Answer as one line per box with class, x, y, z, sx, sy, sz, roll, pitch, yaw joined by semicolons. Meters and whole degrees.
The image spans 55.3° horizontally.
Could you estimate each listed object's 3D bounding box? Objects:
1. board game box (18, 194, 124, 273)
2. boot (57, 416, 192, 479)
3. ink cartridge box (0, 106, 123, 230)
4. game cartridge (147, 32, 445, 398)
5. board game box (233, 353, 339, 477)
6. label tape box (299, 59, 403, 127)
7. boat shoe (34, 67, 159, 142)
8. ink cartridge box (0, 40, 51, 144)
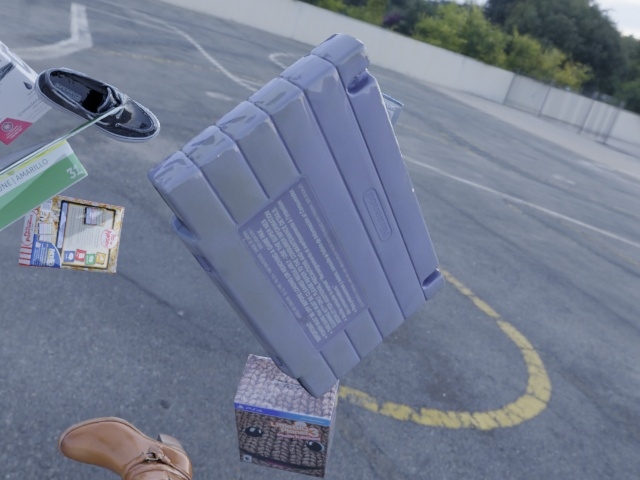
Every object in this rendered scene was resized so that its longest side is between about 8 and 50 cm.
board game box;-0.504;-0.012;1.250;0.045;0.147;0.193;4;-5;37
boot;-0.279;0.325;0.887;0.197;0.073;0.152;13;5;-23
ink cartridge box;-0.294;-0.044;0.574;0.235;0.056;0.171;-5;31;39
game cartridge;0.000;0.000;0.639;0.230;0.355;0.068;-36;43;-10
board game box;-0.081;0.446;1.538;0.231;0.291;0.141;8;43;7
label tape box;-0.010;-0.154;1.207;0.115;0.348;0.249;10;19;-35
boat shoe;-0.507;-0.320;1.438;0.301;0.108;0.102;25;-18;-37
ink cartridge box;-0.793;-0.377;1.470;0.237;0.172;0.100;48;3;-46
